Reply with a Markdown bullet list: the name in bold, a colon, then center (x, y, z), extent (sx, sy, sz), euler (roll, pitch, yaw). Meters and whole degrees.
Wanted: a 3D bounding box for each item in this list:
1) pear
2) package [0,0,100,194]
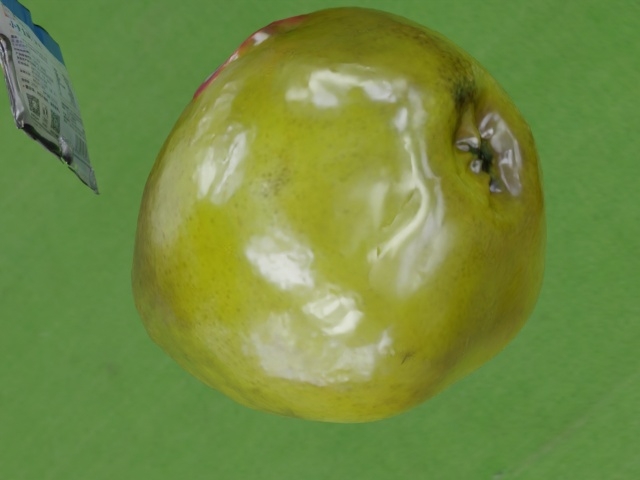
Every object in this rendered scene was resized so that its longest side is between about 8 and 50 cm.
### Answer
- **pear**: center (0.000, 0.000, 1.186), extent (0.375, 0.287, 0.287), euler (-38, 68, 41)
- **package**: center (-0.251, -0.142, 1.512), extent (0.027, 0.171, 0.173), euler (-24, 64, 9)
